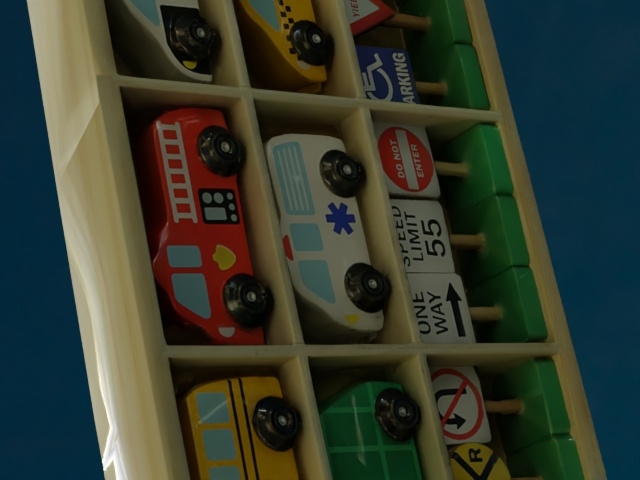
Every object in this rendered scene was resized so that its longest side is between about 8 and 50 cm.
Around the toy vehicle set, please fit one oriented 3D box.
[{"bbox_3d":[0.000,0.000,0.561,0.035,0.166,0.267,-33,-117,49],"label":"toy vehicle set"}]
